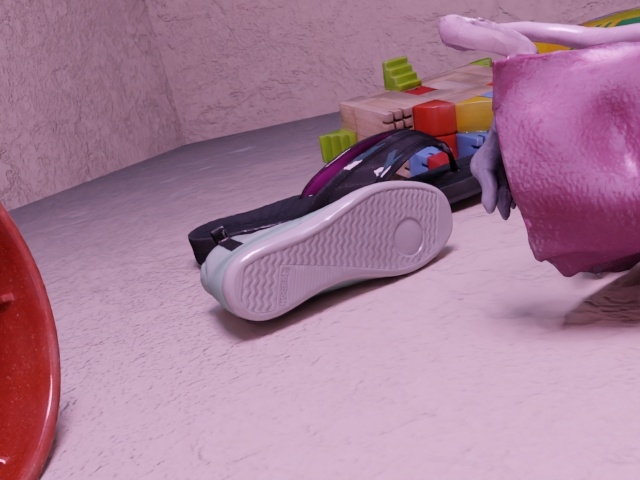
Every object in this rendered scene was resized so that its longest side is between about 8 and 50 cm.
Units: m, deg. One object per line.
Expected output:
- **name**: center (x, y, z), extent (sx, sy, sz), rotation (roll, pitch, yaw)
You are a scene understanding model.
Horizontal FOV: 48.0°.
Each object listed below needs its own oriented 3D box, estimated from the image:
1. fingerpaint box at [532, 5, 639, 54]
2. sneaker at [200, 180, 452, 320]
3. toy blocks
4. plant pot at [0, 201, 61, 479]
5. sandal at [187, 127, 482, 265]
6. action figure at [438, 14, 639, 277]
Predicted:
- **fingerpaint box**: center (0.669, -0.375, 1.393), extent (0.371, 0.163, 0.445), rotation (2, 20, 45)
- **sneaker**: center (-0.001, 0.000, 0.727), extent (0.256, 0.094, 0.151), rotation (-19, 12, -24)
- **toy blocks**: center (0.224, -0.200, 1.192), extent (0.381, 0.190, 0.261), rotation (-21, 27, -24)
- **plant pot**: center (-0.358, 0.085, 0.444), extent (0.265, 0.272, 0.272), rotation (-19, 13, 11)
- **sandal**: center (0.041, -0.073, 0.938), extent (0.446, 0.107, 0.167), rotation (-15, 14, -6)
- **action figure**: center (0.300, -0.082, 0.434), extent (0.248, 0.275, 0.370), rotation (-19, 0, -44)
